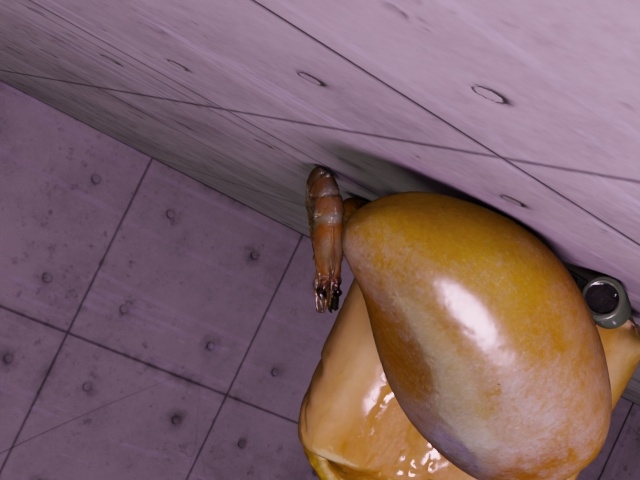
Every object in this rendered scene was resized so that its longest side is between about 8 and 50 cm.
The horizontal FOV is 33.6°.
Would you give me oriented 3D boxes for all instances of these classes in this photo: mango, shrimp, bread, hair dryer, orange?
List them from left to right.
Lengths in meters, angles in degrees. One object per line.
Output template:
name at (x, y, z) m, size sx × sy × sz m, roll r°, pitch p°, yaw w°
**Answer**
shrimp at (0.000, 0.000, 1.293) m, size 0.041 × 0.180 × 0.099 m, roll -4°, pitch -179°, yaw -23°
orange at (0.059, -0.020, 1.440) m, size 0.086 × 0.062 × 0.086 m, roll 27°, pitch 179°, yaw 0°
bread at (0.158, 0.181, 1.316) m, size 0.361 × 0.394 × 0.250 m, roll 23°, pitch -167°, yaw -5°
mango at (0.154, 0.095, 1.046) m, size 0.221 × 0.199 × 0.384 m, roll -6°, pitch 131°, yaw 48°
hair dryer at (0.255, 0.041, 1.116) m, size 0.150 × 0.047 × 0.071 m, roll 31°, pitch 178°, yaw 25°
